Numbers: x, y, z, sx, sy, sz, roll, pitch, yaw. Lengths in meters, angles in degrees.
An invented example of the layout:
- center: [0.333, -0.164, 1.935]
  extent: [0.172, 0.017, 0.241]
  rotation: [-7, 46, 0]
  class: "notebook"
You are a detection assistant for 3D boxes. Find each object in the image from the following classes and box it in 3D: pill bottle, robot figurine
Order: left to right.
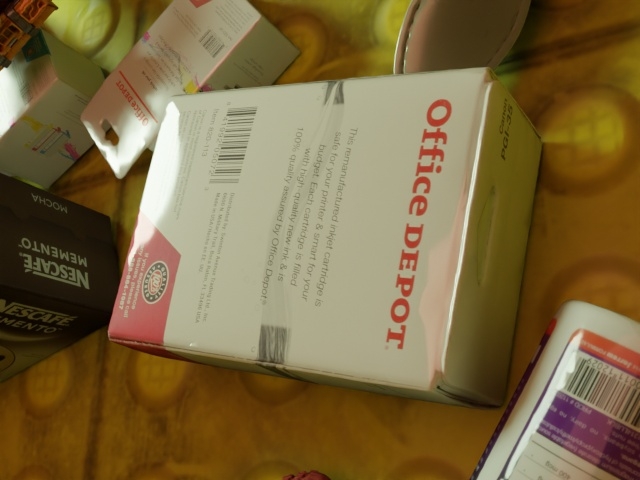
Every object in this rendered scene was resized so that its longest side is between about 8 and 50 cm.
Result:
- center: [-0.347, -0.252, 0.822]
  extent: [0.211, 0.085, 0.291]
  rotation: [-46, 34, 6]
  class: "robot figurine"
- center: [0.142, 0.140, 0.433]
  extent: [0.108, 0.108, 0.193]
  rotation: [27, 89, 37]
  class: "pill bottle"

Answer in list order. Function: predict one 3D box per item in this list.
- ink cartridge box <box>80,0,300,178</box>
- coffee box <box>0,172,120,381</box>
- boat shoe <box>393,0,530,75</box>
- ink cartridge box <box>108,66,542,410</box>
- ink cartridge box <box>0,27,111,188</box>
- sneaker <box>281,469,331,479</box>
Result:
- center: [-0.129, -0.149, 0.744]
  extent: [0.198, 0.067, 0.115]
  rotation: [-45, 54, 10]
  class: "ink cartridge box"
- center: [-0.360, 0.064, 0.757]
  extent: [0.297, 0.168, 0.118]
  rotation: [-28, 60, 23]
  class: "coffee box"
- center: [0.124, -0.196, 0.596]
  extent: [0.081, 0.069, 0.227]
  rotation: [27, 91, 2]
  class: "boat shoe"
- center: [0.000, 0.000, 0.572]
  extent: [0.283, 0.117, 0.207]
  rotation: [3, 75, 35]
  class: "ink cartridge box"
- center: [-0.305, -0.134, 0.840]
  extent: [0.143, 0.090, 0.092]
  rotation: [-40, 56, 15]
  class: "ink cartridge box"
- center: [-0.056, 0.259, 0.550]
  extent: [0.093, 0.088, 0.225]
  rotation: [37, 95, 16]
  class: "sneaker"
